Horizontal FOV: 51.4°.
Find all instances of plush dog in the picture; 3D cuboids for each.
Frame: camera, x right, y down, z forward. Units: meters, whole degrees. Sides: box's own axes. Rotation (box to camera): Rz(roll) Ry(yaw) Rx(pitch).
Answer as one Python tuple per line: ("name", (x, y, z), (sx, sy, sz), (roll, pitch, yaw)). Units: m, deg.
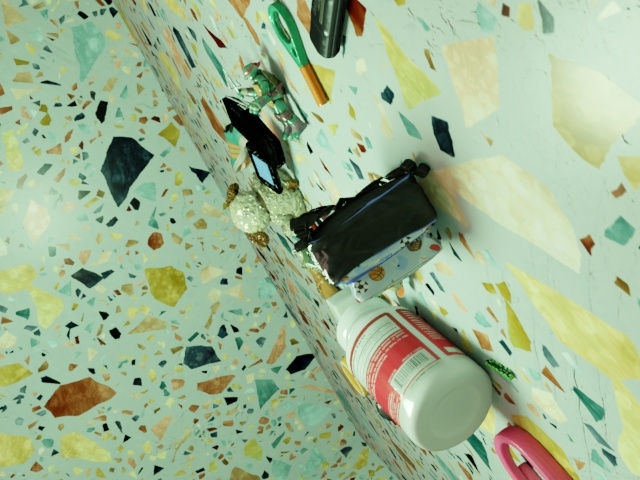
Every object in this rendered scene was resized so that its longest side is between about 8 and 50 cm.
("plush dog", (-0.176, -0.109, 2.098), (0.262, 0.225, 0.210), (58, 168, 1))

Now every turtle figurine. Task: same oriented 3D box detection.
("turtle figurine", (-0.138, -0.349, 1.629), (0.234, 0.118, 0.175), (45, -168, -21))

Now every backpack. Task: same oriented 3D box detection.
("backpack", (0.097, -0.014, 1.280), (0.213, 0.277, 0.263), (61, 180, -10))

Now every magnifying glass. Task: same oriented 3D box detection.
("magnifying glass", (-0.047, -0.389, 1.397), (0.230, 0.026, 0.092), (60, 167, -15))

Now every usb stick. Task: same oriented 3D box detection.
("usb stick", (0.015, -0.399, 1.091), (0.077, 0.045, 0.278), (62, 169, 14))

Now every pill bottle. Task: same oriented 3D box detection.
("pill bottle", (0.207, 0.302, 1.624), (0.408, 0.229, 0.229), (40, 159, 55))

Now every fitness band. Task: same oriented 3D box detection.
("fitness band", (0.502, 0.546, 1.489), (0.291, 0.054, 0.209), (48, 164, 32))

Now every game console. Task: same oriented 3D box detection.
("game console", (-0.163, -0.240, 1.859), (0.213, 0.044, 0.361), (46, 166, 28))

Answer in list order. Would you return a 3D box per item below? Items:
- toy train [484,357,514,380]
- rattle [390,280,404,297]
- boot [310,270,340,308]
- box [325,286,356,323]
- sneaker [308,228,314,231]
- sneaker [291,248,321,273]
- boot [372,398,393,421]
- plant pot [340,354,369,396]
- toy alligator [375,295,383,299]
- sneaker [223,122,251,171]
("toy train", (0.375, 0.270, 1.393), (0.023, 0.017, 0.083), (51, 171, -22))
("rattle", (0.196, 0.060, 1.541), (0.199, 0.143, 0.130), (48, -152, -35))
("boot", (0.021, 0.162, 2.369), (0.152, 0.073, 0.197), (61, 165, 4))
("box", (0.092, 0.218, 2.156), (0.101, 0.102, 0.087), (63, 169, -18))
("sneaker", (0.000, 0.000, 2.093), (0.162, 0.063, 0.073), (37, 147, 24))
("sneaker", (-0.026, 0.080, 2.304), (0.192, 0.086, 0.064), (52, 166, 25))
("boot", (0.255, 0.435, 1.819), (0.207, 0.094, 0.246), (-54, 53, 28))
("plant pot", (0.171, 0.366, 2.008), (0.205, 0.188, 0.205), (54, 167, 19))
("toy alligator", (0.165, 0.180, 1.909), (0.189, 0.056, 0.051), (114, 164, -75))
("sneaker", (-0.257, -0.327, 2.186), (0.121, 0.108, 0.302), (57, 159, 8))
